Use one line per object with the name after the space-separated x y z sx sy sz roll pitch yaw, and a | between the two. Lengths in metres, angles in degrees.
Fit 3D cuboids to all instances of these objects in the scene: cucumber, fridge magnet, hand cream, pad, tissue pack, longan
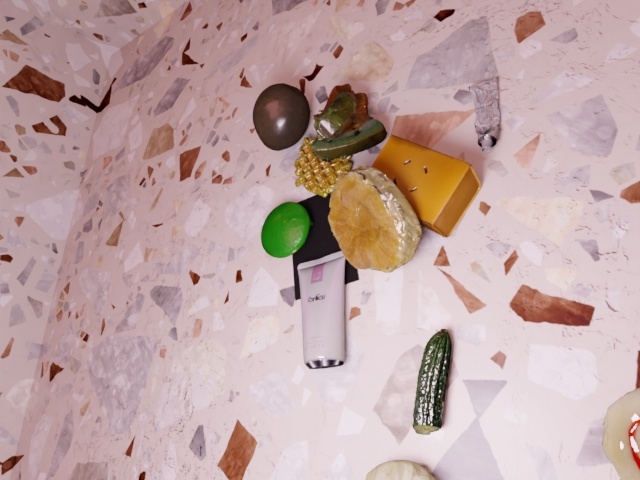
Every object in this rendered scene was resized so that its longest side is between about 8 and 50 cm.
0.282 0.355 1.082 0.077 0.077 0.265 0 70 35 | cucumber
-0.122 -0.036 1.497 0.208 0.088 0.208 -13 65 30 | fridge magnet
0.482 -0.360 1.242 0.084 0.050 0.257 -9 60 30 | hand cream
0.007 0.210 1.309 0.185 0.118 0.358 -20 57 29 | hand cream
0.000 0.000 1.459 0.248 0.007 0.367 -21 60 27 | pad
0.284 -0.155 1.237 0.274 0.145 0.194 35 91 39 | tissue pack
-0.152 -0.465 1.623 0.248 0.248 0.248 -13 65 30 | longan

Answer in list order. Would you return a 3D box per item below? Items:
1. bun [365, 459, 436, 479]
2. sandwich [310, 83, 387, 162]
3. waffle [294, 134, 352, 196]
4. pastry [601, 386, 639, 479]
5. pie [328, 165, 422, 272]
0.183 0.645 0.977 0.259 0.160 0.259 -13 67 33 | bun
0.083 -0.430 1.439 0.250 0.162 0.301 -10 54 10 | sandwich
0.010 -0.276 1.523 0.243 0.059 0.238 16 79 35 | waffle
0.642 0.375 0.749 0.265 0.133 0.265 -28 57 56 | pastry
0.138 -0.051 1.229 0.339 0.083 0.339 33 135 40 | pie
